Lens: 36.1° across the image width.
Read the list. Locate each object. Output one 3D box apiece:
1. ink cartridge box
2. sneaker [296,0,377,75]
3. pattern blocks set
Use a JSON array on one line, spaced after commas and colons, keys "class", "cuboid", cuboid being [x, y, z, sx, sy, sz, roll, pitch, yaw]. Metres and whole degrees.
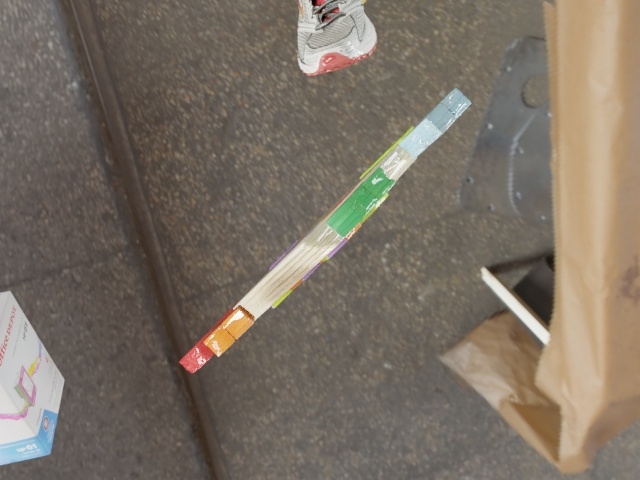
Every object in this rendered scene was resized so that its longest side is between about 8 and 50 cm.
[{"class": "ink cartridge box", "cuboid": [-0.271, 0.118, 0.840, 0.052, 0.089, 0.122, -13, 131, 7]}, {"class": "sneaker", "cuboid": [0.003, -0.258, 1.042, 0.088, 0.225, 0.093, -16, 134, 13]}, {"class": "pattern blocks set", "cuboid": [0.000, 0.000, 0.840, 0.026, 0.325, 0.285, 44, 66, -2]}]
